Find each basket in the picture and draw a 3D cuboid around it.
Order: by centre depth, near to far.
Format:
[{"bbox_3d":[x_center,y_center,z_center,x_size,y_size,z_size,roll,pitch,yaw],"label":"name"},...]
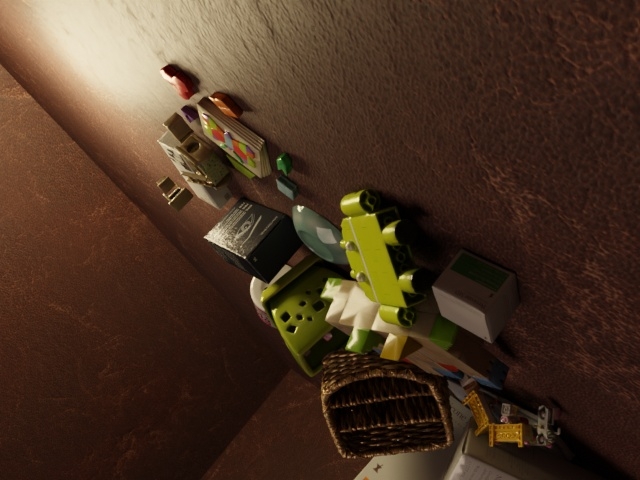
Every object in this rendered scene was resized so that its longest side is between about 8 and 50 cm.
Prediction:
[{"bbox_3d":[0.154,0.380,1.507,0.299,0.223,0.213,-11,142,19],"label":"basket"}]

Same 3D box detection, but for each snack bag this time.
[{"bbox_3d":[0.494,0.480,1.564,0.342,0.037,0.323,50,162,-28],"label":"snack bag"}]

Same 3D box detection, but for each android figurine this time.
[{"bbox_3d":[0.103,0.030,1.101,0.273,0.056,0.248,-1,109,70],"label":"android figurine"}]

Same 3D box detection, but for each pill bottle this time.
[{"bbox_3d":[-0.132,0.189,1.998,0.160,0.160,0.283,37,164,13],"label":"pill bottle"}]

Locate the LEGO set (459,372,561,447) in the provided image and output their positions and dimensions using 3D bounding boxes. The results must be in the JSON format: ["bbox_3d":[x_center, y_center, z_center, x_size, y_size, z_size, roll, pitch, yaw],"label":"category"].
[{"bbox_3d":[0.415,0.389,1.381,0.107,0.132,0.287,17,179,-26],"label":"LEGO set"}]

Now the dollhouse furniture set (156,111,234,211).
[{"bbox_3d":[-0.316,-0.164,1.438,0.101,0.161,0.182,38,171,34],"label":"dollhouse furniture set"}]

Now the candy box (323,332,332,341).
[{"bbox_3d":[0.079,0.294,1.892,0.187,0.109,0.053,33,162,28],"label":"candy box"}]

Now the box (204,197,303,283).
[{"bbox_3d":[-0.168,-0.003,1.587,0.207,0.153,0.108,24,157,47],"label":"box"}]

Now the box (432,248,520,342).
[{"bbox_3d":[0.247,0.087,0.990,0.101,0.087,0.102,29,160,36],"label":"box"}]

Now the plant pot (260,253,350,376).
[{"bbox_3d":[-0.018,0.183,1.610,0.207,0.227,0.228,47,168,24],"label":"plant pot"}]

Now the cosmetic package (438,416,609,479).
[{"bbox_3d":[0.466,0.589,1.389,0.385,0.217,0.156,22,-156,13],"label":"cosmetic package"}]

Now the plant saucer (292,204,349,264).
[{"bbox_3d":[0.000,0.000,1.421,0.195,0.037,0.195,37,164,12],"label":"plant saucer"}]

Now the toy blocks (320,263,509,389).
[{"bbox_3d":[0.202,0.189,1.258,0.261,0.190,0.381,36,160,-33],"label":"toy blocks"}]

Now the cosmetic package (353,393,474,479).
[{"bbox_3d":[0.260,0.637,1.636,0.230,0.453,0.161,34,165,41],"label":"cosmetic package"}]

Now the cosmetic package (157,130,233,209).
[{"bbox_3d":[-0.323,-0.183,1.632,0.099,0.060,0.239,31,161,33],"label":"cosmetic package"}]

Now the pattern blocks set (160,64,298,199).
[{"bbox_3d":[-0.182,-0.211,1.294,0.325,0.026,0.285,33,163,23],"label":"pattern blocks set"}]
